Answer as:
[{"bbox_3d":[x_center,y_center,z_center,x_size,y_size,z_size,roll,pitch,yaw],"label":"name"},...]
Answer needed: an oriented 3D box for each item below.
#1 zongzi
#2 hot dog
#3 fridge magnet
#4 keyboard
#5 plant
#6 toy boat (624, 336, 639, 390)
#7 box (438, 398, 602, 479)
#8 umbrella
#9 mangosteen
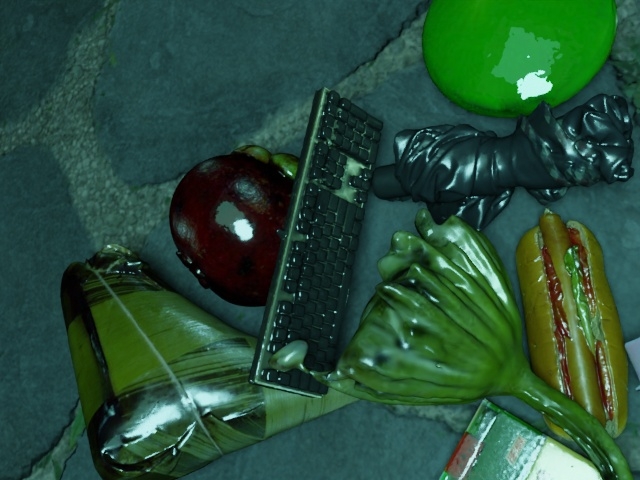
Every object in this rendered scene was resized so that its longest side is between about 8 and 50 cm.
[{"bbox_3d":[-0.126,0.107,0.831,0.318,0.154,0.289,-18,62,-8],"label":"zongzi"},{"bbox_3d":[0.245,0.078,0.711,0.092,0.062,0.235,-15,70,21],"label":"hot dog"},{"bbox_3d":[0.215,-0.229,0.792,0.208,0.088,0.208,-6,73,20],"label":"fridge magnet"},{"bbox_3d":[0.000,0.000,0.747,0.027,0.106,0.316,-3,70,50],"label":"keyboard"},{"bbox_3d":[0.156,0.138,0.682,0.333,0.180,0.251,43,52,4],"label":"plant"},{"bbox_3d":[0.369,0.213,0.610,0.092,0.134,0.298,-39,60,45],"label":"toy boat"},{"bbox_3d":[0.229,0.267,0.681,0.235,0.034,0.132,28,88,25],"label":"box"},{"bbox_3d":[0.182,-0.077,0.748,0.273,0.122,0.110,-10,47,29],"label":"umbrella"},{"bbox_3d":[-0.070,-0.025,0.814,0.200,0.200,0.199,-6,74,20],"label":"mangosteen"}]
